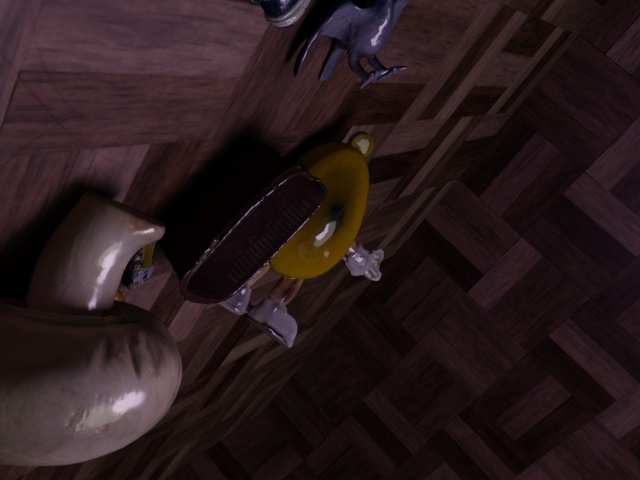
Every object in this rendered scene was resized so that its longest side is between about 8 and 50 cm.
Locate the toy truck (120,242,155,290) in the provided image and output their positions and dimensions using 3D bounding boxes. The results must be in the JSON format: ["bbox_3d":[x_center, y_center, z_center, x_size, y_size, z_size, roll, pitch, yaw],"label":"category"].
[{"bbox_3d":[-0.293,0.024,0.981,0.063,0.052,0.123,-39,163,-39],"label":"toy truck"}]

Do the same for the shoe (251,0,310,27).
[{"bbox_3d":[-0.029,-0.328,0.735,0.143,0.064,0.071,-52,145,8],"label":"shoe"}]

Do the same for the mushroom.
[{"bbox_3d":[-0.314,0.148,0.818,0.356,0.315,0.315,-37,163,-23],"label":"mushroom"}]

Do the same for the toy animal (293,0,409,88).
[{"bbox_3d":[0.068,-0.328,0.940,0.239,0.176,0.256,-26,-169,-40],"label":"toy animal"}]

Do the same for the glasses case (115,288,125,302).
[{"bbox_3d":[-0.417,0.154,0.986,0.234,0.064,0.079,-39,156,-13],"label":"glasses case"}]

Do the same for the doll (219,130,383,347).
[{"bbox_3d":[-0.032,0.014,1.232,0.423,0.161,0.348,-32,123,-15],"label":"doll"}]

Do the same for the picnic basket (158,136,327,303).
[{"bbox_3d":[-0.145,-0.038,1.047,0.297,0.129,0.222,-46,163,4],"label":"picnic basket"}]
